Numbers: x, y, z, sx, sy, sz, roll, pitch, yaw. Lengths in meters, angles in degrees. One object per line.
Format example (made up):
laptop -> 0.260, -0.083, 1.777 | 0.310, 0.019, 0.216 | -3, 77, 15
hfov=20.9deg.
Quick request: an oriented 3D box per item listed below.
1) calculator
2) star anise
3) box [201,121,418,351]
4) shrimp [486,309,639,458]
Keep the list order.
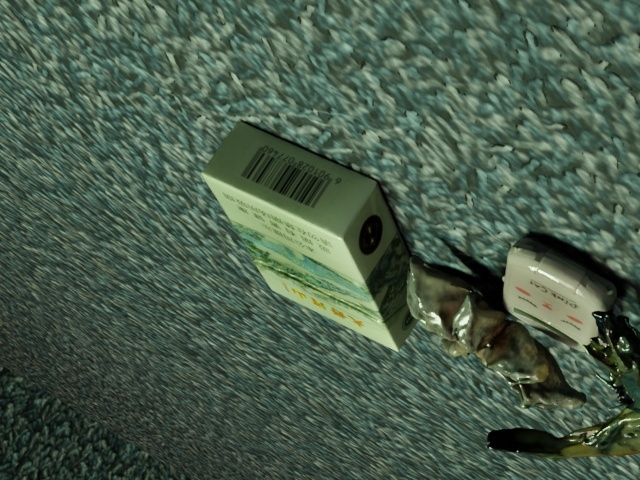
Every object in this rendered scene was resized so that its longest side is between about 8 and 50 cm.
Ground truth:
calculator -> 0.207, 0.049, 1.515 | 0.100, 0.032, 0.175 | 29, 164, 13
star anise -> 0.142, 0.081, 1.621 | 0.172, 0.063, 0.208 | 42, 178, -43
box -> 0.000, 0.000, 1.698 | 0.164, 0.069, 0.256 | 25, 162, 26
shrimp -> 0.228, 0.143, 1.537 | 0.198, 0.051, 0.262 | -19, 146, 16
